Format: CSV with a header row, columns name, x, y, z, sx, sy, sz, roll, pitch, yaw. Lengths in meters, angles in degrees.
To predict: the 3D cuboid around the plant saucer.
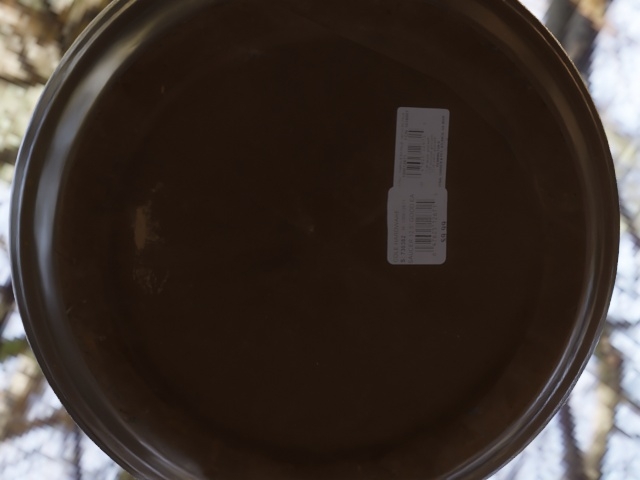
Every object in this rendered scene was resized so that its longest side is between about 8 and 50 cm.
name,x,y,z,sx,sy,sz,roll,pitch,yaw
plant saucer,0.000,0.000,0.814,0.278,0.278,0.041,26,-175,-8
